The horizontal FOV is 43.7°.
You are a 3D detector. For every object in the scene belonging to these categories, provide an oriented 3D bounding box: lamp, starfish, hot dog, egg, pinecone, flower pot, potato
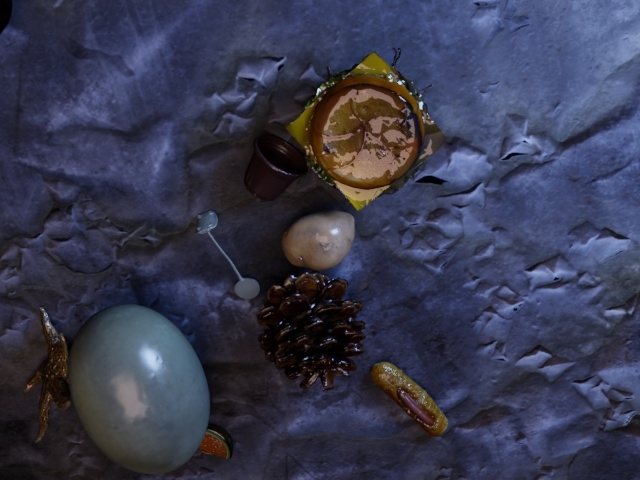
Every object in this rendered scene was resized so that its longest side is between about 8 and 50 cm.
[{"bbox_3d":[-0.179,0.032,1.563,0.050,0.056,0.198,-23,121,12],"label":"lamp"},{"bbox_3d":[-0.547,0.276,1.615,0.062,0.235,0.278,8,84,-35],"label":"starfish"},{"bbox_3d":[0.189,0.330,1.654,0.066,0.047,0.216,-39,106,15],"label":"hot dog"},{"bbox_3d":[-0.350,0.290,1.554,0.258,0.258,0.352,-15,114,10],"label":"egg"},{"bbox_3d":[-0.009,0.176,1.511,0.221,0.221,0.222,1,113,3],"label":"pinecone"},{"bbox_3d":[-0.091,-0.124,1.452,0.111,0.111,0.089,31,122,-9],"label":"flower pot"},{"bbox_3d":[-0.002,0.001,1.494,0.146,0.112,0.112,-20,111,21],"label":"potato"}]

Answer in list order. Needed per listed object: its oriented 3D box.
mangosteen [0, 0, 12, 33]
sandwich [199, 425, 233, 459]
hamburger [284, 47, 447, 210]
[{"bbox_3d":[-0.610,-0.414,1.329,0.199,0.200,0.200,1,113,3],"label":"mangosteen"},{"bbox_3d":[-0.236,0.434,1.737,0.101,0.026,0.069,15,117,0],"label":"sandwich"},{"bbox_3d":[0.081,-0.198,1.384,0.261,0.139,0.243,-33,109,16],"label":"hamburger"}]
